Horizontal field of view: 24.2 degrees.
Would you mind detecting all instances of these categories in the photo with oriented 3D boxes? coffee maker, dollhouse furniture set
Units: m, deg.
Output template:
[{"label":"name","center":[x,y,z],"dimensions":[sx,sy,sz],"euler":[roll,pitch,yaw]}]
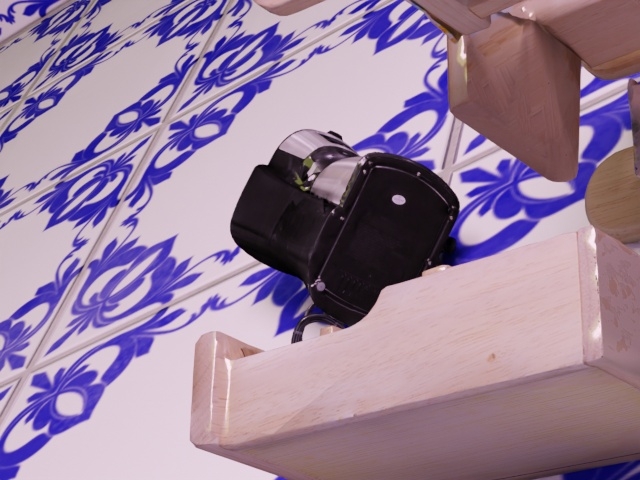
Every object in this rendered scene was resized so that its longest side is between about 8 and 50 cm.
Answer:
[{"label":"coffee maker","center":[0.000,0.000,1.161],"dimensions":[0.171,0.120,0.178],"euler":[-43,22,-11]},{"label":"dollhouse furniture set","center":[0.084,-0.066,0.884],"dimensions":[0.256,0.362,0.394],"euler":[-18,59,36]}]
